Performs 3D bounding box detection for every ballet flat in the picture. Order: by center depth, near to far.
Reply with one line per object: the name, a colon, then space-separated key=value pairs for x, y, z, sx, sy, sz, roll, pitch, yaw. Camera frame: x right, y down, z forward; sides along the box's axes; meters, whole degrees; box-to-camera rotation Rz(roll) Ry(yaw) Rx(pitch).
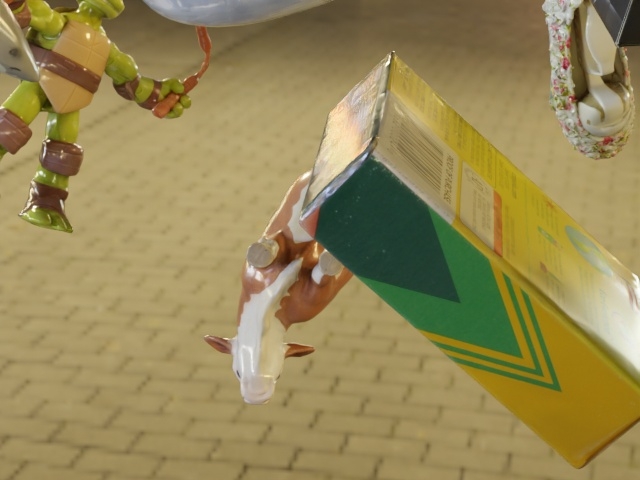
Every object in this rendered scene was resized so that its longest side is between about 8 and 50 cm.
ballet flat: x=0.276 y=-0.170 z=1.602 sx=0.091 sy=0.241 sz=0.077 roll=-23 pitch=33 yaw=-5

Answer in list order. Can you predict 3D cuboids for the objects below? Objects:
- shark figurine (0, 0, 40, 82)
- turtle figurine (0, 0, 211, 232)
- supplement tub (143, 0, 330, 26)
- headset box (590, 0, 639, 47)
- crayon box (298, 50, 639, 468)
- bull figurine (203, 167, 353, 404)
shark figurine: x=-0.251 y=-0.200 z=0.939 sx=0.166 sy=0.116 sz=0.278 roll=40 pitch=-2 yaw=13
turtle figurine: x=-0.210 y=-0.128 z=1.218 sx=0.087 sy=0.217 sz=0.269 roll=19 pitch=-8 yaw=37
supplement tub: x=-0.044 y=-0.277 z=0.641 sx=0.207 sy=0.338 sz=0.207 roll=-20 pitch=24 yaw=9
headset box: x=0.328 y=-0.290 z=1.316 sx=0.246 sy=0.131 sz=0.283 roll=-5 pitch=47 yaw=-16
crayon box: x=0.133 y=0.025 z=1.134 sx=0.318 sy=0.081 sz=0.202 roll=41 pitch=22 yaw=-12
bull figurine: x=0.000 y=0.000 z=1.437 sx=0.101 sy=0.310 sz=0.188 roll=32 pitch=-15 yaw=1
